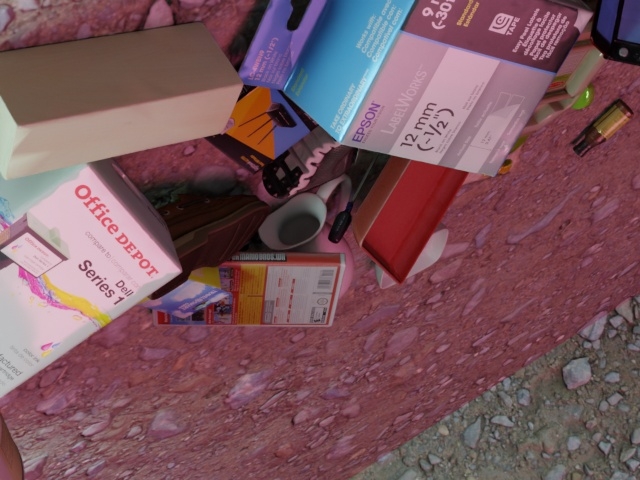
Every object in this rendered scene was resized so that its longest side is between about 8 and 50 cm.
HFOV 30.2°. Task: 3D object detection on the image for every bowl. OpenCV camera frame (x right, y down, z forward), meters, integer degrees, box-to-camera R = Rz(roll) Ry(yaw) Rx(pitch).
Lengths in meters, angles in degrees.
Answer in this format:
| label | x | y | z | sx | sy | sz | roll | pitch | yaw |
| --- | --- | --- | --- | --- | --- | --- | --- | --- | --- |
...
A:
| label | x | y | z | sx | sy | sz | roll | pitch | yaw |
| --- | --- | --- | --- | --- | --- | --- | --- | --- | --- |
| bowl | 0.159 | 0.017 | 2.171 | 0.142 | 0.053 | 0.142 | -26 | 155 | -17 |

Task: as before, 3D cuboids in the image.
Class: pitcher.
| label | x | y | z | sx | sy | sz | roll | pitch | yaw |
| --- | --- | --- | --- | --- | --- | --- | --- | --- | --- |
| pitcher | 0.000 | 0.000 | 1.870 | 0.178 | 0.125 | 0.207 | -44 | 148 | -14 |

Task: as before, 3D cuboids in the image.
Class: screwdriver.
| label | x | y | z | sx | sy | sz | roll | pitch | yaw |
| --- | --- | --- | --- | --- | --- | --- | --- | --- | --- |
| screwdriver | 0.051 | -0.069 | 1.817 | 0.024 | 0.025 | 0.170 | 53 | 53 | -49 |

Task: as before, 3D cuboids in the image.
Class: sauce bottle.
| label | x | y | z | sx | sy | sz | roll | pitch | yaw |
| --- | --- | --- | --- | --- | --- | --- | --- | --- | --- |
| sauce bottle | 0.530 | -0.208 | 2.232 | 0.128 | 0.042 | 0.042 | -43 | 155 | 26 |

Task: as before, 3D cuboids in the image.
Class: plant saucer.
| label | x | y | z | sx | sy | sz | roll | pitch | yaw |
| --- | --- | --- | --- | --- | --- | --- | --- | --- | --- |
| plant saucer | 0.144 | -0.076 | 1.882 | 0.258 | 0.048 | 0.259 | -59 | 157 | -5 |

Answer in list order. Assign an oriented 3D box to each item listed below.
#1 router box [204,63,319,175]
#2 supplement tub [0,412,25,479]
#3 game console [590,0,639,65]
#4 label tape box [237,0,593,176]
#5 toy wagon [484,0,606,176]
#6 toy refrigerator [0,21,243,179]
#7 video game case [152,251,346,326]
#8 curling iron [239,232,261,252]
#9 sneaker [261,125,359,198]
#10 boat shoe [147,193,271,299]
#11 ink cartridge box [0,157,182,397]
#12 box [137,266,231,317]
| label | x | y | z | sx | sy | sz | roll | pitch | yaw |
| --- | --- | --- | --- | --- | --- | --- | --- | --- | --- |
| router box | -0.079 | -0.163 | 1.522 | 0.133 | 0.046 | 0.179 | -37 | 157 | 8 |
| supplement tub | -0.528 | 0.284 | 1.565 | 0.235 | 0.235 | 0.325 | -26 | 155 | -18 |
| game console | 0.461 | -0.340 | 1.747 | 0.085 | 0.124 | 0.144 | 76 | 26 | -86 |
| label tape box | 0.109 | -0.227 | 1.397 | 0.348 | 0.115 | 0.249 | 8 | 126 | -31 |
| toy wagon | 0.340 | -0.236 | 1.897 | 0.267 | 0.068 | 0.344 | -15 | 151 | -35 |
| toy refrigerator | -0.229 | -0.152 | 1.279 | 0.269 | 0.102 | 0.094 | -17 | 152 | -35 |
| video game case | -0.113 | 0.076 | 1.801 | 0.285 | 0.025 | 0.204 | 1 | 149 | -6 |
| curling iron | -0.130 | 0.059 | 1.899 | 0.068 | 0.035 | 0.274 | -26 | 155 | -17 |
| sneaker | 0.022 | -0.145 | 1.656 | 0.234 | 0.078 | 0.106 | -44 | 158 | 31 |
| boat shoe | -0.174 | -0.022 | 1.608 | 0.110 | 0.104 | 0.307 | -57 | 167 | 25 |
| ink cartridge box | -0.332 | 0.022 | 1.373 | 0.278 | 0.117 | 0.201 | -35 | 129 | 2 |
| box | -0.227 | 0.058 | 1.679 | 0.109 | 0.042 | 0.178 | -27 | 149 | 33 |
